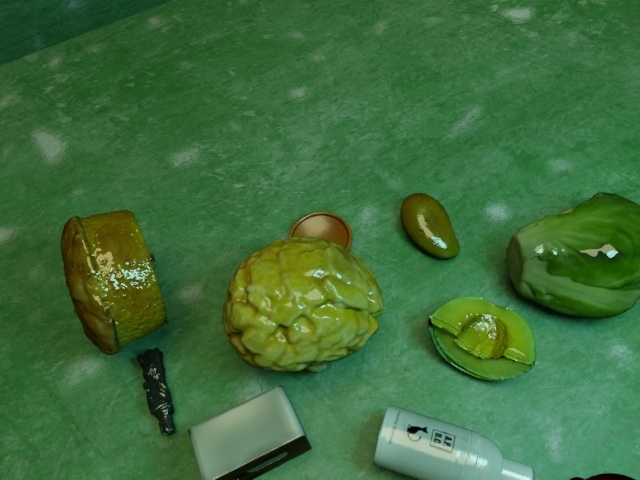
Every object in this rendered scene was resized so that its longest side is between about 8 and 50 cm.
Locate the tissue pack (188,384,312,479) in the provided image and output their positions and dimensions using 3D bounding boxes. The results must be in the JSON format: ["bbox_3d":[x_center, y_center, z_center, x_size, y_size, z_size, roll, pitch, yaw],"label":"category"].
[{"bbox_3d":[-0.165,0.472,1.308,0.246,0.159,0.136,-25,58,-8],"label":"tissue pack"}]

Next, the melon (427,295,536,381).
[{"bbox_3d":[0.414,0.247,1.408,0.265,0.129,0.169,21,42,21],"label":"melon"}]

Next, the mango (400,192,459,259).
[{"bbox_3d":[0.315,-0.040,1.599,0.136,0.099,0.227,-24,68,-16],"label":"mango"}]

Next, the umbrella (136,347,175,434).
[{"bbox_3d":[-0.420,0.393,1.439,0.066,0.059,0.236,-32,58,7],"label":"umbrella"}]

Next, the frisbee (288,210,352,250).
[{"bbox_3d":[0.000,0.000,1.639,0.192,0.035,0.192,-3,59,5],"label":"frisbee"}]

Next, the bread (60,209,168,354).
[{"bbox_3d":[-0.548,0.102,1.447,0.215,0.398,0.398,-18,58,-21],"label":"bread"}]

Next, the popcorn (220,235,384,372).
[{"bbox_3d":[-0.042,0.145,1.371,0.390,0.354,0.344,11,48,-40],"label":"popcorn"}]

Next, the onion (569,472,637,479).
[{"bbox_3d":[0.581,0.594,1.128,0.281,0.281,0.221,-30,104,-11],"label":"onion"}]

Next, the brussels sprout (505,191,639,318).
[{"bbox_3d":[0.677,0.038,1.406,0.371,0.276,0.315,-18,56,-4],"label":"brussels sprout"}]

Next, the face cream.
[{"bbox_3d":[0.315,0.494,1.249,0.369,0.145,0.145,13,62,14],"label":"face cream"}]
